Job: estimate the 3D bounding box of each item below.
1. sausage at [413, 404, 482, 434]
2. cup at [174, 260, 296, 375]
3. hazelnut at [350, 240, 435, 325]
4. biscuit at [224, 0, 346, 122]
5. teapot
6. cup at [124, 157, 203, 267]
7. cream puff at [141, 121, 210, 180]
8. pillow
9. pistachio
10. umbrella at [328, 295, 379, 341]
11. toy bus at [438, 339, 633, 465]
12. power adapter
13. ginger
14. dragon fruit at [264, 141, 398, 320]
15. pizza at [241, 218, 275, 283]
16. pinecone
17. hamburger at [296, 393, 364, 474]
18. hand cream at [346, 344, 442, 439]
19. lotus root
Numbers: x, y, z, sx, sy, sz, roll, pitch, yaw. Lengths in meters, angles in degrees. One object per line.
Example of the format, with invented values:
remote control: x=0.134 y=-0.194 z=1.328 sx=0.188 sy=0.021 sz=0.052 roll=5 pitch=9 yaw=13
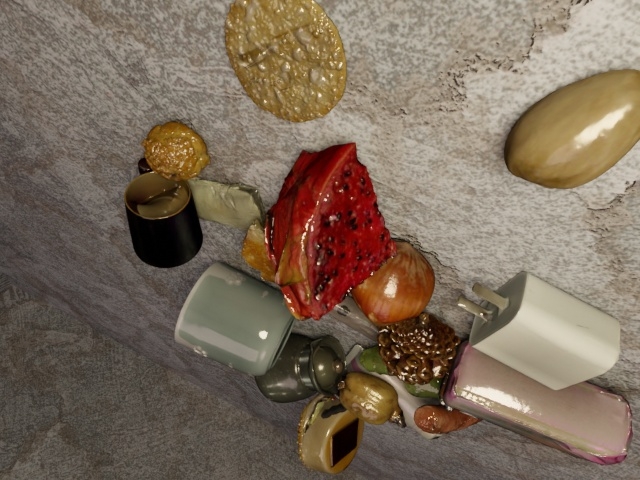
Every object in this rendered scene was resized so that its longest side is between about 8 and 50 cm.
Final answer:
sausage: x=0.349 y=0.444 z=1.138 sx=0.327 sy=0.087 sz=0.079 roll=10 pitch=-155 yaw=-43
cup: x=-0.223 y=0.239 z=1.321 sx=0.275 sy=0.259 sz=0.356 roll=25 pitch=176 yaw=7
hazelnut: x=0.140 y=0.089 z=0.903 sx=0.182 sy=0.182 sz=0.182 roll=20 pitch=144 yaw=15
biscuit: x=-0.057 y=-0.282 z=0.691 sx=0.220 sy=0.033 sz=0.220 roll=19 pitch=142 yaw=15
teapot: x=-0.036 y=0.434 z=1.389 sx=0.285 sy=0.223 sz=0.305 roll=-15 pitch=82 yaw=38
cup: x=-0.394 y=-0.072 z=1.041 sx=0.239 sy=0.166 sz=0.177 roll=37 pitch=148 yaw=17
cream puff: x=-0.312 y=-0.182 z=0.941 sx=0.144 sy=0.103 sz=0.126 roll=10 pitch=143 yaw=36
pillow: x=-0.231 y=-0.086 z=1.054 sx=0.230 sy=0.050 sz=0.148 roll=16 pitch=137 yaw=24
pistachio: x=0.319 y=-0.133 z=0.552 sx=0.108 sy=0.126 sz=0.185 roll=0 pitch=161 yaw=-39
umbrella: x=0.067 y=0.179 z=1.156 sx=0.337 sy=0.067 sz=0.073 roll=32 pitch=149 yaw=-3
toy bus: x=0.467 y=0.355 z=0.966 sx=0.386 sy=0.171 sz=0.162 roll=18 pitch=168 yaw=16
power adapter: x=0.391 y=0.162 z=0.849 sx=0.255 sy=0.124 sz=0.187 roll=28 pitch=145 yaw=2
ginger: x=0.252 y=0.377 z=1.248 sx=0.290 sy=0.089 sz=0.137 roll=25 pitch=140 yaw=7
dragon fruit: x=0.000 y=0.000 z=0.863 sx=0.240 sy=0.302 sz=0.330 roll=27 pitch=174 yaw=-18
pizza: x=-0.113 y=0.030 z=1.046 sx=0.147 sy=0.069 sz=0.226 roll=-13 pitch=130 yaw=42
pinecone: x=0.223 y=0.251 z=1.045 sx=0.185 sy=0.169 sz=0.212 roll=47 pitch=169 yaw=31
hamburger: x=0.034 y=0.714 z=1.660 sx=0.170 sy=0.302 sz=0.302 roll=11 pitch=142 yaw=39
hand cream: x=0.227 y=0.464 z=1.373 sx=0.359 sy=0.118 sz=0.185 roll=35 pitch=145 yaw=9
lotus root: x=0.152 y=0.461 z=1.278 sx=0.221 sy=0.125 sz=0.118 roll=25 pitch=-178 yaw=11
